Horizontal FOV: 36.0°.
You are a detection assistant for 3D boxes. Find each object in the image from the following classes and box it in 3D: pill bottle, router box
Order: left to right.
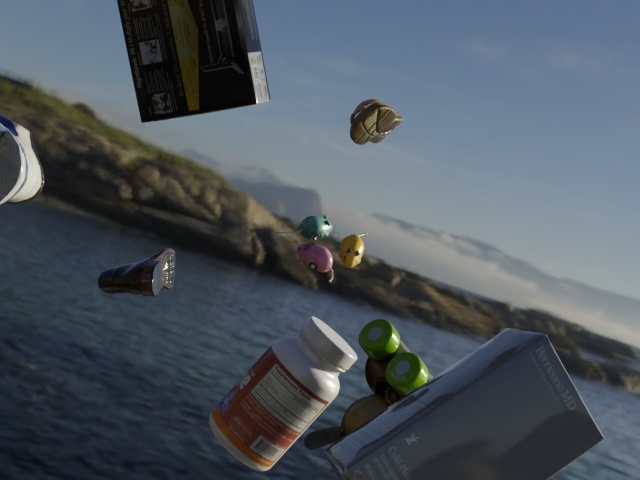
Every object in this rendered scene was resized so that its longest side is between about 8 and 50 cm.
[{"bbox_3d":[-0.243,-0.390,1.842,0.242,0.309,0.081,-6,11,18],"label":"router box"},{"bbox_3d":[-0.051,0.219,1.429,0.121,0.216,0.121,42,4,-4],"label":"pill bottle"}]

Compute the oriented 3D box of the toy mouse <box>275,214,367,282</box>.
[{"bbox_3d":[0.000,0.000,1.548,0.143,0.031,0.161,21,38,-2],"label":"toy mouse"}]

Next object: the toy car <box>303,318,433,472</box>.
[{"bbox_3d":[0.069,0.230,1.304,0.155,0.188,0.149,52,-1,-39],"label":"toy car"}]

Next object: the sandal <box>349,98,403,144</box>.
[{"bbox_3d":[0.073,-0.174,1.396,0.049,0.072,0.180,53,14,6],"label":"sandal"}]

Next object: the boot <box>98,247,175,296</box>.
[{"bbox_3d":[-0.336,0.057,1.840,0.106,0.082,0.219,0,6,5],"label":"boot"}]

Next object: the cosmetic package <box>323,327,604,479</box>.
[{"bbox_3d":[0.138,0.199,0.956,0.127,0.238,0.107,58,-9,-5],"label":"cosmetic package"}]

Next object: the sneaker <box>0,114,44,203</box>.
[{"bbox_3d":[-0.459,-0.126,1.186,0.315,0.127,0.182,33,-2,9],"label":"sneaker"}]
